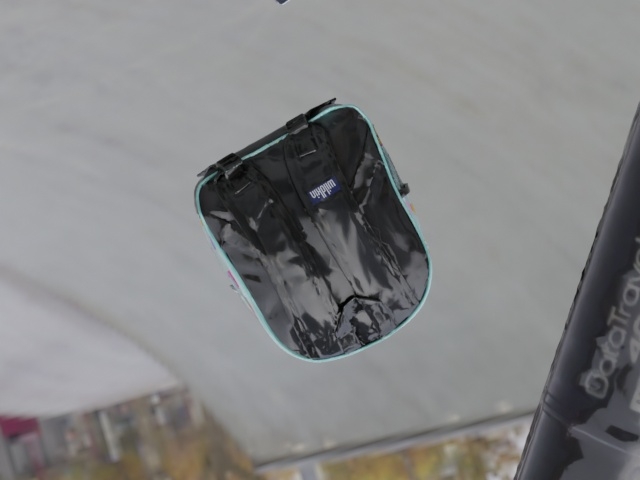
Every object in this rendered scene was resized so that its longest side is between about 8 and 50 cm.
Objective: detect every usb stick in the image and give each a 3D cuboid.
[{"bbox_3d":[0.156,0.034,0.830,0.077,0.278,0.045,24,-155,22],"label":"usb stick"}]

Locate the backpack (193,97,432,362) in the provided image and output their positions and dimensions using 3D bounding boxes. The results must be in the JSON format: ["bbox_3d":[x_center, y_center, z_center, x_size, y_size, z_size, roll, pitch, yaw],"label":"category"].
[{"bbox_3d":[0.000,0.000,1.435,0.165,0.188,0.144,-30,179,-4],"label":"backpack"}]

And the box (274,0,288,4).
[{"bbox_3d":[-0.023,-0.273,1.272,0.156,0.093,0.158,-30,146,25],"label":"box"}]
